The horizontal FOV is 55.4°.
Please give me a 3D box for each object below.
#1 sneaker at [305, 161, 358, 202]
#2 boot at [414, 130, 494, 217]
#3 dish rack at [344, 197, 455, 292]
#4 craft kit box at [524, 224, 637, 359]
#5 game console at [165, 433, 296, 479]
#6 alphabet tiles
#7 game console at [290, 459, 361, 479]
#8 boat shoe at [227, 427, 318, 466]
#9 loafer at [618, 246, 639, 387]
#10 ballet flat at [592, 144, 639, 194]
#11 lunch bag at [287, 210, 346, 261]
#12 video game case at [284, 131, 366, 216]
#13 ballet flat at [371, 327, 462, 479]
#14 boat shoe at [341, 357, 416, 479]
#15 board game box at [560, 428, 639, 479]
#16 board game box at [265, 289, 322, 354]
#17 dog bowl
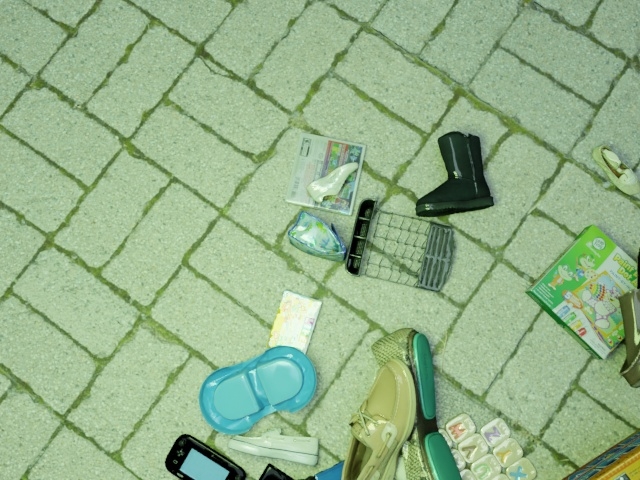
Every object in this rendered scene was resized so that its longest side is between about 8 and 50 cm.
[{"bbox_3d":[0.039,-0.154,1.603,0.152,0.054,0.061,-31,90,1],"label":"sneaker"},{"bbox_3d":[0.329,-0.173,1.575,0.246,0.094,0.207,-8,81,-26],"label":"boot"},{"bbox_3d":[0.212,0.020,1.580,0.272,0.074,0.208,13,82,3],"label":"dish rack"},{"bbox_3d":[0.705,0.131,1.564,0.250,0.061,0.246,44,81,7],"label":"craft kit box"},{"bbox_3d":[-0.224,0.621,1.500,0.361,0.044,0.213,30,82,6],"label":"game console"},{"bbox_3d":[0.380,0.583,1.509,0.278,0.021,0.284,-31,82,-4],"label":"alphabet tiles"},{"bbox_3d":[-0.001,0.694,1.462,0.250,0.173,0.293,-16,85,22],"label":"game console"},{"bbox_3d":[-0.114,0.501,1.509,0.226,0.083,0.075,14,69,-8],"label":"boat shoe"},{"bbox_3d":[0.780,0.174,1.477,0.130,0.134,0.366,19,76,14],"label":"loafer"},{"bbox_3d":[0.790,-0.186,1.616,0.057,0.052,0.168,-43,83,-6],"label":"ballet flat"},{"bbox_3d":[0.000,0.000,1.558,0.151,0.129,0.096,33,83,7],"label":"lunch bag"},{"bbox_3d":[0.014,-0.179,1.642,0.183,0.023,0.201,12,80,3],"label":"video game case"},{"bbox_3d":[0.219,0.459,1.469,0.182,0.164,0.482,-23,68,27],"label":"ballet flat"},{"bbox_3d":[0.127,0.432,1.390,0.110,0.122,0.341,2,105,-29],"label":"boat shoe"},{"bbox_3d":[0.730,0.621,1.289,0.356,0.356,0.356,-31,66,-5],"label":"board game box"},{"bbox_3d":[-0.068,0.216,1.574,0.103,0.026,0.154,17,81,3],"label":"board game box"},{"bbox_3d":[-0.151,0.364,1.513,0.297,0.074,0.166,-23,87,3],"label":"dog bowl"}]
